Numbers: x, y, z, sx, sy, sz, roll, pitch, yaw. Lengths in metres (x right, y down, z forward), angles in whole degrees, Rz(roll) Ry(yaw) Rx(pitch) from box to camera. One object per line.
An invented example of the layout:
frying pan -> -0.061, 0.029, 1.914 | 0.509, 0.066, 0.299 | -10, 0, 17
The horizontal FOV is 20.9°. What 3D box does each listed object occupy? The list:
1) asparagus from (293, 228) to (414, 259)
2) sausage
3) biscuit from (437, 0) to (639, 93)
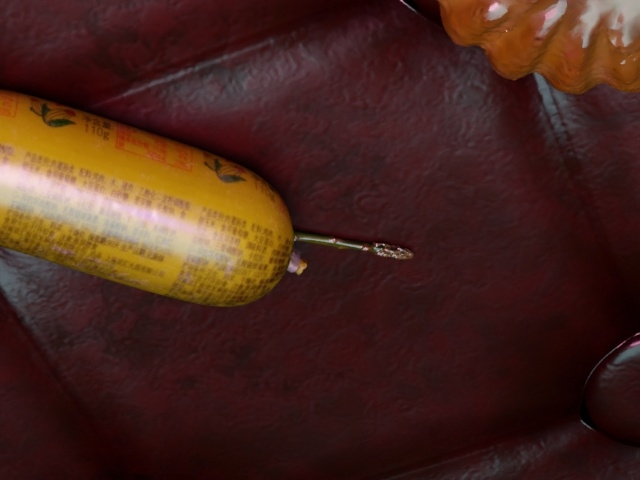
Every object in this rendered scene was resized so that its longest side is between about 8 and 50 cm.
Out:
asparagus -> 0.000, 0.000, 1.487 | 0.166, 0.013, 0.016 | 7, 86, -9
sausage -> -0.168, -0.033, 1.384 | 0.347, 0.123, 0.123 | 17, 126, -16
biscuit -> 0.219, -0.240, 1.257 | 0.325, 0.107, 0.326 | -2, 125, -3
